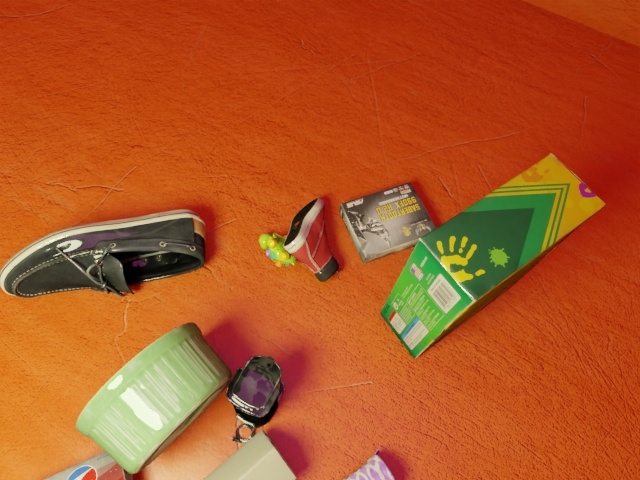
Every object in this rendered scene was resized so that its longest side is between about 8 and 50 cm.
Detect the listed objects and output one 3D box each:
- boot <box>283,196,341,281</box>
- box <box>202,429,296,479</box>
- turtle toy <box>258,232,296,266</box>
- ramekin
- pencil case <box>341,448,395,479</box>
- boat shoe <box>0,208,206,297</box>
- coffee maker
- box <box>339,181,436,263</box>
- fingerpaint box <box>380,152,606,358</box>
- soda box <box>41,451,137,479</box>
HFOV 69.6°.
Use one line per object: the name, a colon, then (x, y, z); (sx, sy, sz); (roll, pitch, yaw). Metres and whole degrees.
boot: (0.000, 0.000, 1.284); (0.176, 0.088, 0.244); (45, 36, -20)
box: (-0.194, 0.539, 0.963); (0.275, 0.113, 0.094); (-35, 102, -18)
turtle toy: (-0.115, 0.024, 1.259); (0.130, 0.066, 0.095); (46, 27, 17)
ramekin: (-0.332, 0.333, 0.972); (0.148, 0.303, 0.303); (43, 68, 8)
pencil case: (0.066, 0.555, 1.007); (0.206, 0.087, 0.088); (-25, 40, -17)
boat shoe: (-0.527, 0.057, 1.156); (0.499, 0.187, 0.156); (-15, 60, -17)
coffee maker: (-0.144, 0.359, 1.032); (0.120, 0.178, 0.171); (5, 63, -1)
box: (0.193, -0.054, 1.329); (0.230, 0.056, 0.183); (-18, 66, -12)
fingerpaint box: (0.358, 0.059, 1.069); (0.370, 0.445, 0.163); (-31, 69, -17)
soda box: (-0.525, 0.538, 0.957); (0.263, 0.084, 0.092); (-21, 47, -13)
